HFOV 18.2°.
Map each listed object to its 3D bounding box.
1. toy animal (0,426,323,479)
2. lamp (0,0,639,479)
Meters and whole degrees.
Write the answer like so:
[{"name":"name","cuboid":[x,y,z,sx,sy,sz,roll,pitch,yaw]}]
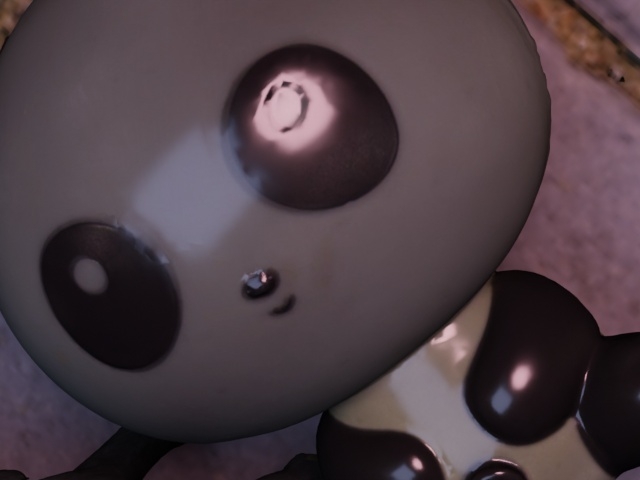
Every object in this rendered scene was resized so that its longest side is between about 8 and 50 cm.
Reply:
[{"name":"toy animal","cuboid":[-0.095,0.116,0.759,0.269,0.137,0.082,9,112,43]},{"name":"lamp","cuboid":[0.000,0.000,0.655,0.197,0.198,0.244,-38,95,31]}]
